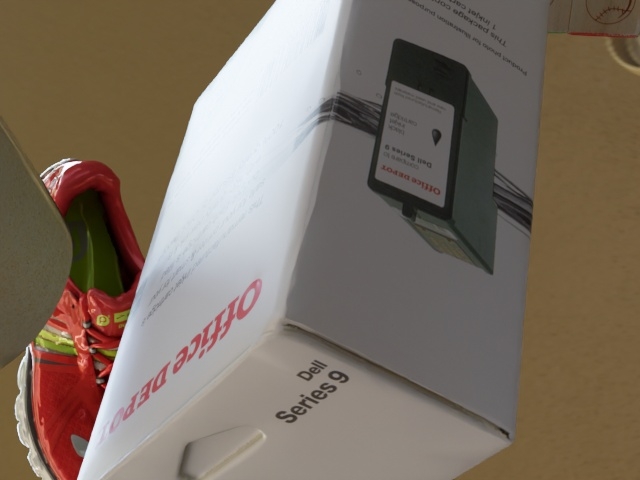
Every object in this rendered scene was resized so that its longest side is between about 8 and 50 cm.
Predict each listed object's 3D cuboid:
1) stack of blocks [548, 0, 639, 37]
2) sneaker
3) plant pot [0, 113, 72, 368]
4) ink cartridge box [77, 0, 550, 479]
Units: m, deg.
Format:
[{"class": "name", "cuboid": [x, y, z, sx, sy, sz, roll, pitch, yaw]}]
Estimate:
[{"class": "stack of blocks", "cuboid": [0.142, -0.285, 0.801, 0.087, 0.171, 0.297, 1, -65, -6]}, {"class": "sneaker", "cuboid": [-0.164, 0.073, 1.006, 0.118, 0.107, 0.279, -30, -108, 57]}, {"class": "plant pot", "cuboid": [-0.280, -0.033, 0.793, 0.257, 0.274, 0.256, -22, -132, 27]}, {"class": "ink cartridge box", "cuboid": [0.000, 0.000, 0.696, 0.211, 0.122, 0.289, -43, -154, 45]}]
